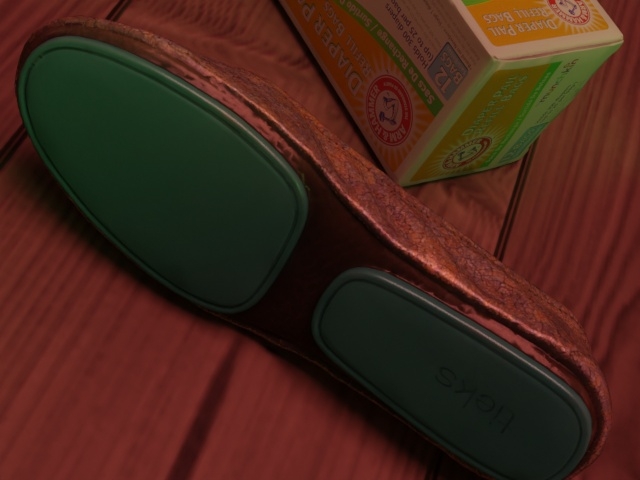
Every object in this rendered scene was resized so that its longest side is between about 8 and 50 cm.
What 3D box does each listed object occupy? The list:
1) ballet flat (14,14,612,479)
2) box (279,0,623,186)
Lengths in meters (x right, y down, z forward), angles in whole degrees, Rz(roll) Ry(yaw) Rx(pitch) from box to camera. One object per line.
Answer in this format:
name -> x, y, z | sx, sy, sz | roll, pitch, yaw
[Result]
ballet flat -> 0.000, 0.000, 0.555 | 0.316, 0.107, 0.106 | 39, 28, -2
box -> 0.056, -0.147, 0.669 | 0.103, 0.114, 0.203 | -14, 63, -35
